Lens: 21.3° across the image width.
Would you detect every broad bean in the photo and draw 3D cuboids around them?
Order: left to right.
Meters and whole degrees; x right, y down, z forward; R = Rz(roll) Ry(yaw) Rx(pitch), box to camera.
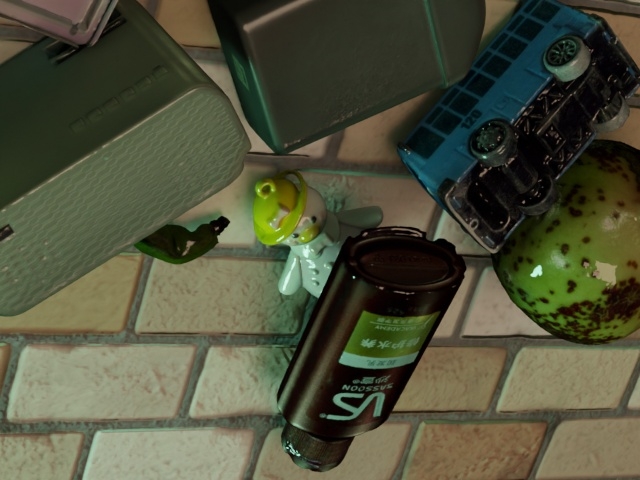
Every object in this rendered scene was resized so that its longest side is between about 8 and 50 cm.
[{"bbox_3d":[-0.166,-0.021,1.569,0.195,0.046,0.061,22,94,-43],"label":"broad bean"}]

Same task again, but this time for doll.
[{"bbox_3d":[0.000,0.000,1.661,0.129,0.081,0.207,-40,130,7],"label":"doll"}]

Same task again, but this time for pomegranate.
[{"bbox_3d":[0.312,0.007,1.733,0.222,0.277,0.204,-51,143,-44],"label":"pomegranate"}]

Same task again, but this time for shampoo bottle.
[{"bbox_3d":[0.035,0.116,1.678,0.129,0.084,0.323,1,141,-21],"label":"shampoo bottle"}]

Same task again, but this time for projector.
[{"bbox_3d":[-0.207,-0.073,1.411,0.250,0.198,0.108,-34,130,-8],"label":"projector"}]

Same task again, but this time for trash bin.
[{"bbox_3d":[0.031,-0.198,1.548,0.236,0.101,0.176,-27,130,-12],"label":"trash bin"}]

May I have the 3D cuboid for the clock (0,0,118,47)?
[{"bbox_3d":[-0.209,-0.269,1.371,0.145,0.073,0.193,19,107,-38],"label":"clock"}]

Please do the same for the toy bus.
[{"bbox_3d":[0.190,-0.117,1.670,0.234,0.133,0.116,-48,133,-4],"label":"toy bus"}]
